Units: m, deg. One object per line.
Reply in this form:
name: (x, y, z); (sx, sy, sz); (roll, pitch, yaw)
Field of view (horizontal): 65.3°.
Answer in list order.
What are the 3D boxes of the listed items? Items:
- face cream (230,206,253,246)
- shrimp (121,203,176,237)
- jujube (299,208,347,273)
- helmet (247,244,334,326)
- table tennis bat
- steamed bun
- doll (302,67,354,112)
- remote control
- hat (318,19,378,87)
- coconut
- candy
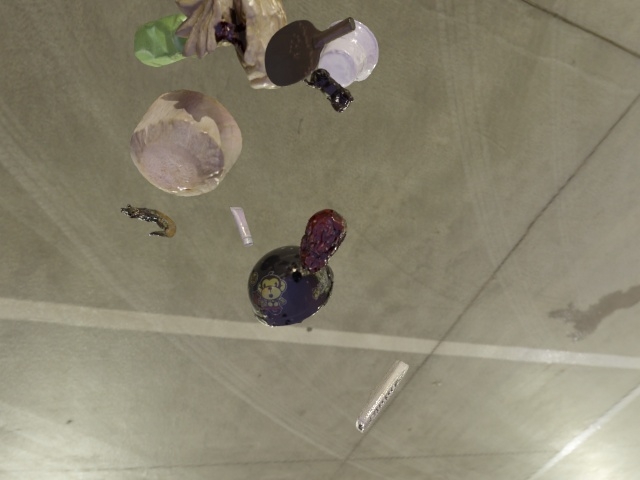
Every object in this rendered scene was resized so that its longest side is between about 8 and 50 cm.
face cream: (-0.200, -0.038, 1.275); (0.038, 0.115, 0.020); (-3, 152, -40)
shrimp: (-0.615, -0.067, 1.814); (0.217, 0.150, 0.051); (16, 121, -48)
jujube: (-0.001, -0.002, 1.199); (0.104, 0.104, 0.166); (18, 119, -31)
helmet: (-0.090, 0.097, 1.376); (0.231, 0.279, 0.160); (0, 129, 30)
table tennis bat: (-0.029, -0.404, 1.043); (0.234, 0.131, 0.022); (-11, 175, 37)
steamed bun: (-0.233, -0.579, 1.249); (0.247, 0.428, 0.189); (-9, 177, 43)
doll: (0.023, -0.368, 1.207); (0.139, 0.165, 0.057); (40, 108, -3)
remote control: (0.174, 0.442, 1.436); (0.230, 0.049, 0.090); (-44, 156, -32)
hat: (0.066, -0.534, 1.478); (0.203, 0.126, 0.203); (15, 136, 14)
coconut: (-0.389, -0.288, 1.462); (0.329, 0.328, 0.328); (-10, 132, -11)
candy: (-0.443, -0.596, 1.499); (0.142, 0.343, 0.132); (8, 97, -40)
